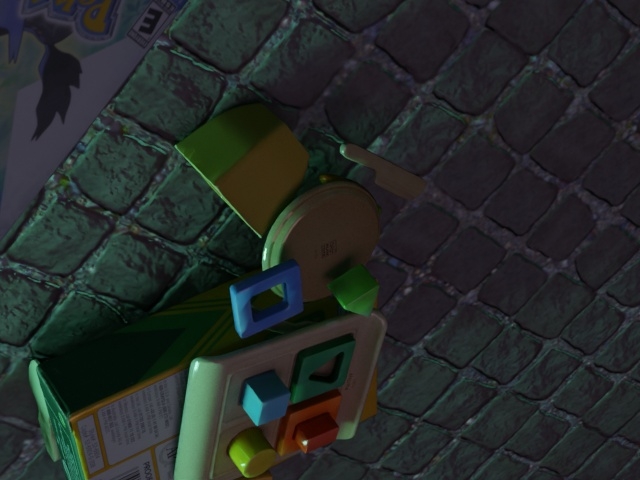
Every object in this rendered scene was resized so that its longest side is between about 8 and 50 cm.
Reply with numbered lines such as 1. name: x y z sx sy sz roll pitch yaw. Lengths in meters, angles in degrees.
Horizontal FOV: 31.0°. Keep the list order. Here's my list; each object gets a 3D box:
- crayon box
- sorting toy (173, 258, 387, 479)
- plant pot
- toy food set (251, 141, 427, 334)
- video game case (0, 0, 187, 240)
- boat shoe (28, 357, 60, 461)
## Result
1. crayon box: -0.098 0.149 1.135 0.323 0.083 0.203 -23 134 -23
2. sorting toy: -0.032 0.159 1.076 0.196 0.047 0.347 -13 135 -29
3. plant pot: -0.059 -0.070 1.004 0.083 0.081 0.081 -43 134 -3
4. toy food set: 0.000 0.000 1.039 0.132 0.038 0.192 26 102 -45
5. video game case: -0.247 -0.132 0.756 0.300 0.036 0.329 -52 156 2
6. boat shoe: -0.252 0.158 1.115 0.042 0.049 0.133 -21 135 -21
